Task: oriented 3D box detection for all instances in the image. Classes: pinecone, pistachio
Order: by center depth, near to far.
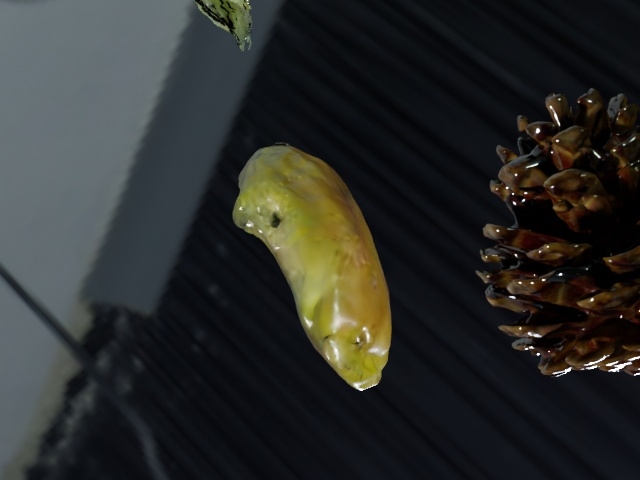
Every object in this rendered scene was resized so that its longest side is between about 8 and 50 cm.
[{"bbox_3d":[0.000,0.000,0.917,0.049,0.173,0.089,-42,124,10],"label":"pistachio"},{"bbox_3d":[0.164,-0.003,1.102,0.173,0.173,0.173,-26,138,-26],"label":"pinecone"}]

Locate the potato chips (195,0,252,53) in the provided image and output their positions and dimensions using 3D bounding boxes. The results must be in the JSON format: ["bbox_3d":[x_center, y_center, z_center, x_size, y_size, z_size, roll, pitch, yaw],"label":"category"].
[{"bbox_3d":[-0.072,-0.277,1.682,0.202,0.029,0.220,41,49,-32],"label":"potato chips"}]
